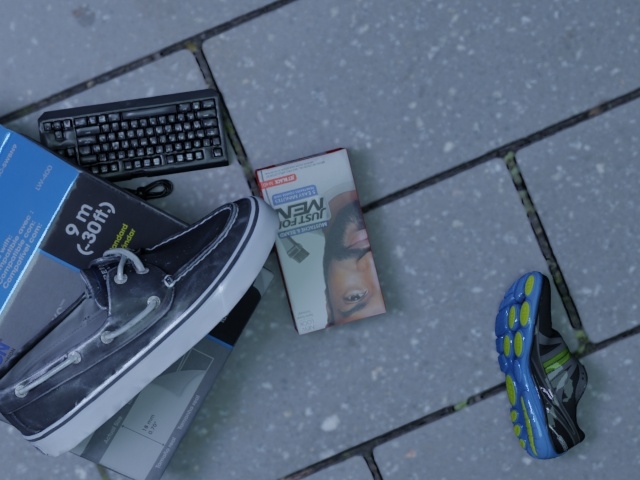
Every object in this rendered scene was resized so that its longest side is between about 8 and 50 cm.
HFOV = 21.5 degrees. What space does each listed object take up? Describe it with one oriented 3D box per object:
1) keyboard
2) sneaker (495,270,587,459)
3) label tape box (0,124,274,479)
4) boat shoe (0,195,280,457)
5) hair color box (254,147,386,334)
[{"bbox_3d":[-0.182,-0.085,1.663,0.180,0.023,0.108,-8,94,-2],"label":"keyboard"},{"bbox_3d":[0.225,0.123,1.690,0.078,0.067,0.188,-10,93,-24],"label":"sneaker"},{"bbox_3d":[-0.248,0.054,1.574,0.333,0.106,0.241,29,91,-26],"label":"label tape box"},{"bbox_3d":[-0.169,0.055,1.495,0.301,0.108,0.102,-42,116,-1],"label":"boat shoe"},{"bbox_3d":[0.000,0.000,1.665,0.093,0.053,0.167,-15,96,-4],"label":"hair color box"}]
